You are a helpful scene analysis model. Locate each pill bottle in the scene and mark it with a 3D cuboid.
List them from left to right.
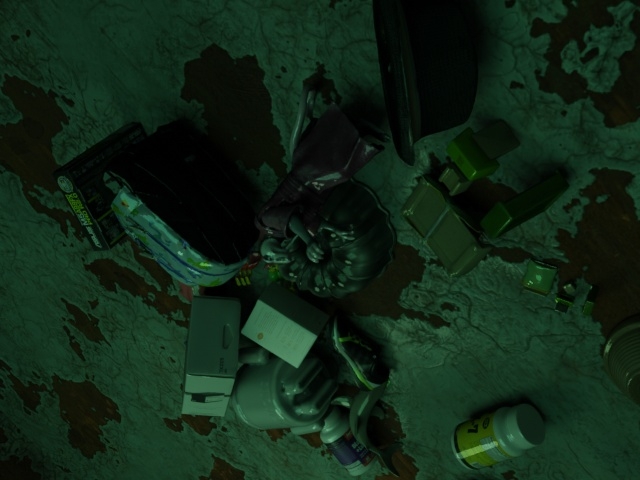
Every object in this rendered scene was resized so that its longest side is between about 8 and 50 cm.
[{"bbox_3d":[0.067,0.549,2.083,0.108,0.108,0.193,-28,105,42],"label":"pill bottle"},{"bbox_3d":[0.423,0.466,1.787,0.119,0.119,0.208,47,134,-6],"label":"pill bottle"}]

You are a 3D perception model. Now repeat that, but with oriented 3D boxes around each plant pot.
[{"bbox_3d":[0.678,0.267,1.484,0.237,0.110,0.237,18,131,22],"label":"plant pot"}]

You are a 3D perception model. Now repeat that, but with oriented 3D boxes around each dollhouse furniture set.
[{"bbox_3d":[0.312,-0.081,1.493,0.197,0.151,0.301,55,154,15],"label":"dollhouse furniture set"},{"bbox_3d":[0.481,0.102,1.522,0.152,0.058,0.076,20,130,19],"label":"dollhouse furniture set"}]

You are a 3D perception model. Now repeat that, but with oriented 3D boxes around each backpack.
[{"bbox_3d":[-0.307,-0.061,1.747,0.355,0.290,0.273,34,132,4],"label":"backpack"}]

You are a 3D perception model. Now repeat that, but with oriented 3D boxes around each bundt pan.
[{"bbox_3d":[0.000,0.000,1.712,0.331,0.124,0.330,17,131,21],"label":"bundt pan"}]

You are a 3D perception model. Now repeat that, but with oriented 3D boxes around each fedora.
[{"bbox_3d":[0.188,-0.302,1.311,0.153,0.334,0.334,-10,121,3],"label":"fedora"}]

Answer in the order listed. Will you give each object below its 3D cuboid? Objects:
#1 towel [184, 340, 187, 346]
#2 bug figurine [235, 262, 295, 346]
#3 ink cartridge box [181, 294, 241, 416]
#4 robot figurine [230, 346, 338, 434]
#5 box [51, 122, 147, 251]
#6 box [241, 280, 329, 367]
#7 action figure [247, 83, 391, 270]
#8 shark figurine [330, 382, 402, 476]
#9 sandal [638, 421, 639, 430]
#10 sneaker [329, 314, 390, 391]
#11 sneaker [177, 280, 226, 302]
[{"bbox_3d":[-0.360,0.311,2.226,0.067,0.029,0.119,47,142,-7],"label":"towel"},{"bbox_3d":[-0.133,0.141,1.936,0.216,0.072,0.279,-3,116,27],"label":"bug figurine"},{"bbox_3d":[-0.295,0.312,1.993,0.129,0.223,0.307,6,148,-10],"label":"ink cartridge box"},{"bbox_3d":[-0.110,0.401,2.008,0.353,0.200,0.300,-22,104,50],"label":"robot figurine"},{"bbox_3d":[-0.495,-0.134,1.826,0.060,0.270,0.216,-4,120,33],"label":"box"},{"bbox_3d":[-0.087,0.207,1.850,0.170,0.091,0.130,32,126,4],"label":"box"},{"bbox_3d":[-0.038,-0.102,1.471,0.276,0.248,0.370,40,92,6],"label":"action figure"},{"bbox_3d":[0.119,0.509,1.989,0.166,0.116,0.278,-10,113,10],"label":"shark figurine"},{"bbox_3d":[0.750,0.384,1.565,0.180,0.049,0.072,-25,107,42],"label":"sandal"},{"bbox_3d":[0.105,0.276,1.897,0.097,0.084,0.234,-24,110,16],"label":"sneaker"},{"bbox_3d":[-0.344,0.057,1.980,0.136,0.116,0.313,18,130,23],"label":"sneaker"}]
